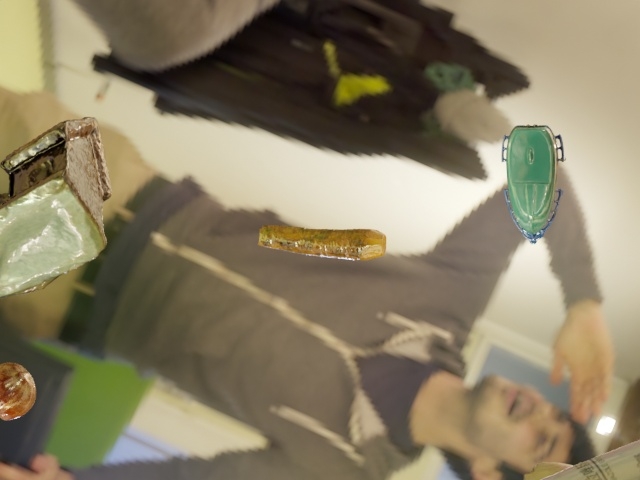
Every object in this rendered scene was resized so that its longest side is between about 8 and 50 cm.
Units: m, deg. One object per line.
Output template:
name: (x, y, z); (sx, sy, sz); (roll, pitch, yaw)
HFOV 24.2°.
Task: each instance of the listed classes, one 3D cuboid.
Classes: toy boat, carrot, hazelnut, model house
toy boat: (0.306, -0.082, 2.134); (0.110, 0.091, 0.175); (-38, 127, -74)
carrot: (0.000, 0.000, 1.899); (0.042, 0.171, 0.042); (6, 90, -72)
hazelnut: (-0.463, 0.224, 2.218); (0.086, 0.086, 0.086); (24, 90, -87)
model house: (-0.260, -0.042, 1.361); (0.165, 0.106, 0.152); (-26, -139, 20)

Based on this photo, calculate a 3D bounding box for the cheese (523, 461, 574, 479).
cheese: (0.408, 0.425, 2.134); (0.082, 0.286, 0.163); (-46, 159, -43)

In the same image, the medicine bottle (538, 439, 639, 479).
medicine bottle: (0.304, 0.311, 1.604); (0.152, 0.254, 0.152); (159, -90, -89)
